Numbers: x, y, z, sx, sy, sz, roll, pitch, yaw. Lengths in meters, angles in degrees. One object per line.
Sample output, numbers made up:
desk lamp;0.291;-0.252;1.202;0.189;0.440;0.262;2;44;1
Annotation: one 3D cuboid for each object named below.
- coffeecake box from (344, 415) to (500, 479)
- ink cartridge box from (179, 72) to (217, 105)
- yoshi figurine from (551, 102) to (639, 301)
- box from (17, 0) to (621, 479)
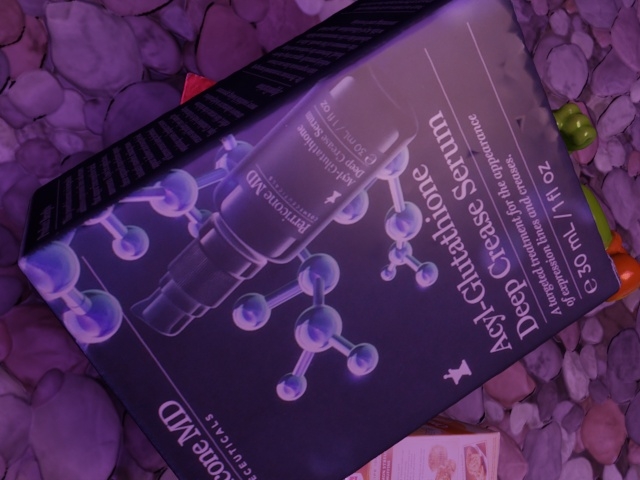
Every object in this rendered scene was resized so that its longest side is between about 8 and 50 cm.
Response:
coffeecake box;0.069;0.223;0.796;0.185;0.142;0.068;6;86;-28
ink cartridge box;-0.083;-0.068;0.777;0.145;0.045;0.180;14;85;-28
yoshi figurine;0.215;-0.074;0.856;0.203;0.203;0.362;-34;102;-18
box;0.000;0.000;0.652;0.395;0.212;0.294;-33;113;-7
